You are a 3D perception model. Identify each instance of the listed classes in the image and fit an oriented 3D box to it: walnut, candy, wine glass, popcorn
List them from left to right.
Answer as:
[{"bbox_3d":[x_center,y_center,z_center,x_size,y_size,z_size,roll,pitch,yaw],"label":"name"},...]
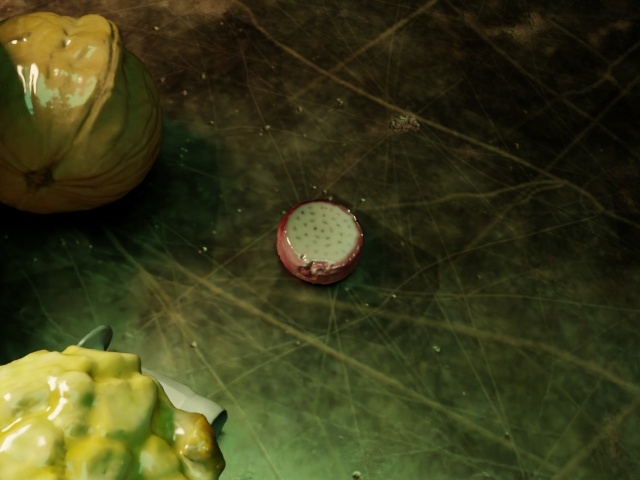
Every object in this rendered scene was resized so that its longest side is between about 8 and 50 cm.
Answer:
[{"bbox_3d":[-0.199,0.224,0.574,0.237,0.293,0.293,-16,60,-44],"label":"popcorn"},{"bbox_3d":[-0.282,-0.142,0.819,0.228,0.228,0.228,5,57,-8],"label":"walnut"},{"bbox_3d":[-0.169,0.151,0.732,0.155,0.073,0.073,34,58,15],"label":"wine glass"},{"bbox_3d":[0.000,0.000,0.872,0.103,0.043,0.103,5,57,-8],"label":"candy"}]
